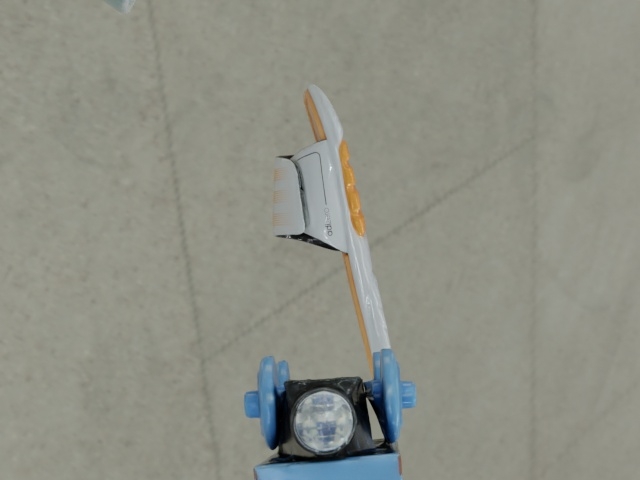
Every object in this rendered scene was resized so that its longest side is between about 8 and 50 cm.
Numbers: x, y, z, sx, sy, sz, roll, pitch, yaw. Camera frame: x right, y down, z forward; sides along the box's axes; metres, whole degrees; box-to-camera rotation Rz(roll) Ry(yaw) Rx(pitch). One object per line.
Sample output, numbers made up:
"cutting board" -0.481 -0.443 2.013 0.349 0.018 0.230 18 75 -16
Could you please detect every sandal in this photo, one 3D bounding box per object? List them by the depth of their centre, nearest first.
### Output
"sandal" 0.000 -0.001 1.121 0.102 0.076 0.265 90 -13 -82

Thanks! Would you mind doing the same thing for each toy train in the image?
"toy train" 0.006 0.107 0.639 0.184 0.080 0.105 75 11 -83

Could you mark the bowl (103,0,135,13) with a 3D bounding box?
"bowl" -0.138 -0.296 0.733 0.311 0.163 0.312 -164 -90 -83
